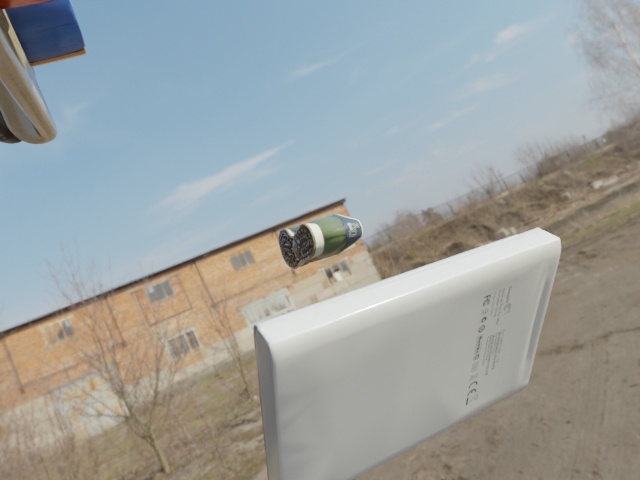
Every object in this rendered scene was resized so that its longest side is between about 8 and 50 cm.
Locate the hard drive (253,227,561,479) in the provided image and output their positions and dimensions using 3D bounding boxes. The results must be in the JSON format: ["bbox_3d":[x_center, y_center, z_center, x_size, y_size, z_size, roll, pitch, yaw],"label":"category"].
[{"bbox_3d":[0.092,0.118,0.486,0.308,0.202,0.040,-16,32,-25],"label":"hard drive"}]

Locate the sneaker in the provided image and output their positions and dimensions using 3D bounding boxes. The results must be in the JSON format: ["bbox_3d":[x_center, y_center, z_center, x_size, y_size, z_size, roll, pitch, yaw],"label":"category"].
[{"bbox_3d":[0.000,0.000,0.744,0.086,0.064,0.192,-14,-1,-17],"label":"sneaker"}]

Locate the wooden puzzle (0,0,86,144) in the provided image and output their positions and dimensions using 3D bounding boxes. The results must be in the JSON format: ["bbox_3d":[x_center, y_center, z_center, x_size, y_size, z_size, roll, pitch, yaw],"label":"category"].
[{"bbox_3d":[-0.235,-0.254,0.325,0.081,0.321,0.348,-24,6,-24],"label":"wooden puzzle"}]

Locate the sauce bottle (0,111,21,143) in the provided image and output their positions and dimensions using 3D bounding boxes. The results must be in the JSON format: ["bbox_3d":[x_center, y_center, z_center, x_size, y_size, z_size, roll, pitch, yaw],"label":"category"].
[{"bbox_3d":[-0.454,-0.186,0.545,0.112,0.111,0.344,-25,-12,7],"label":"sauce bottle"}]
